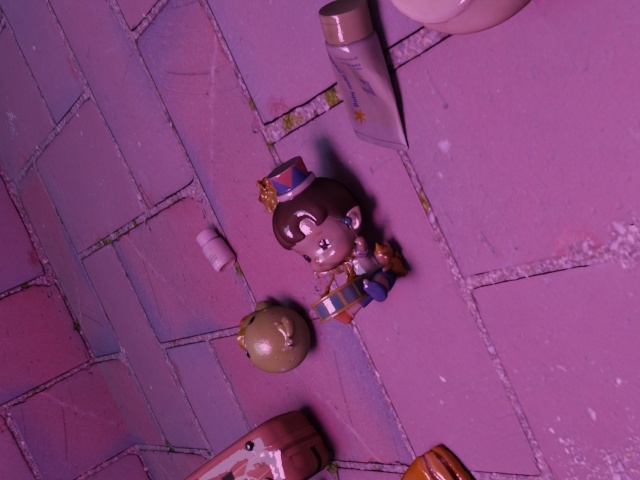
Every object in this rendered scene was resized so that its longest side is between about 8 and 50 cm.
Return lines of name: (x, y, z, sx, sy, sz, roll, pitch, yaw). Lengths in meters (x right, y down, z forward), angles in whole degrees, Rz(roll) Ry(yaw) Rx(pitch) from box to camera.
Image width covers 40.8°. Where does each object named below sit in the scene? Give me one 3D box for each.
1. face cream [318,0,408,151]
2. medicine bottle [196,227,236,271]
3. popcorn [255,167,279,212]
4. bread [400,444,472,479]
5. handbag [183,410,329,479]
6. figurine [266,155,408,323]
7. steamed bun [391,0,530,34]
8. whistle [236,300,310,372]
face cream: (0.060, -0.231, 1.238, 0.114, 0.070, 0.224, 23, 139, 47)
medicine bottle: (-0.223, 0.020, 1.831, 0.089, 0.052, 0.052, 53, 147, 17)
popcorn: (-0.076, -0.089, 1.534, 0.082, 0.057, 0.083, 15, 122, 49)
bread: (0.197, 0.450, 1.521, 0.116, 0.077, 0.200, 56, 148, 27)
handbag: (-0.121, 0.488, 1.842, 0.302, 0.283, 0.149, -40, 77, 18)
figurine: (0.006, -0.003, 1.379, 0.276, 0.158, 0.161, 57, 139, 9)
steamed bun: (0.167, -0.338, 0.915, 0.232, 0.145, 0.232, 22, 117, 54)
whistle: (-0.123, 0.192, 1.735, 0.294, 0.141, 0.141, 1, 113, 56)
